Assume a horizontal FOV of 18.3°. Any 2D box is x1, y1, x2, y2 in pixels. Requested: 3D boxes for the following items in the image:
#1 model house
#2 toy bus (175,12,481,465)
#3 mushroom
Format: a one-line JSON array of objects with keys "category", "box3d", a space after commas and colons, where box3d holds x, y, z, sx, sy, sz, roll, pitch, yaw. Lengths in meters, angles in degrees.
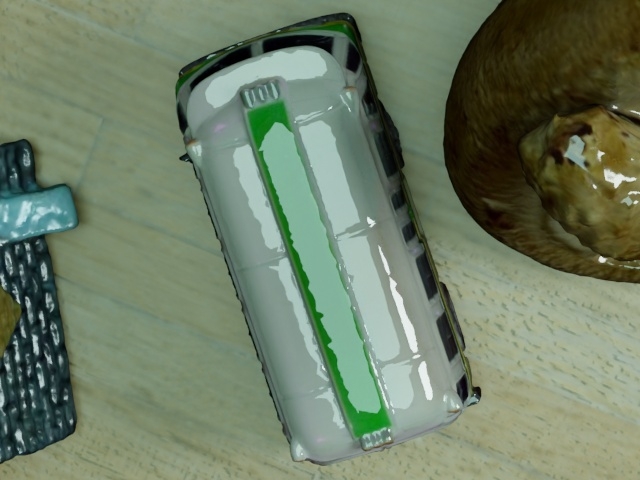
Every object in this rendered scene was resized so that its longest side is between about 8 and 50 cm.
[{"category": "model house", "box3d": [-0.273, 0.070, 1.426, 0.241, 0.226, 0.261, -11, 96, -24]}, {"category": "toy bus", "box3d": [0.000, 0.000, 1.394, 0.143, 0.179, 0.305, -18, 93, 7]}, {"category": "mushroom", "box3d": [0.254, -0.089, 1.304, 0.345, 0.345, 0.239, 10, 87, 4]}]
